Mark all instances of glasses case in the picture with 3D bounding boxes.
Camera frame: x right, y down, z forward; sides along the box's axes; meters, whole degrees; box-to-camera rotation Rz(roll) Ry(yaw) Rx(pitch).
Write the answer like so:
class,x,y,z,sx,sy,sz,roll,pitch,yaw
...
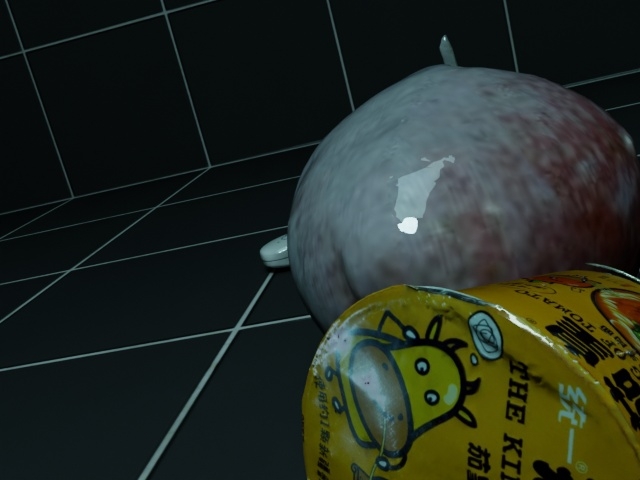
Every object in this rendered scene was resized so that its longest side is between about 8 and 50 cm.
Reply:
class,x,y,z,sx,sy,sz,roll,pitch,yaw
glasses case,0.000,0.000,1.243,0.197,0.049,0.076,-17,16,-10

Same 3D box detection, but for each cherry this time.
class,x,y,z,sx,sy,sz,roll,pitch,yaw
cherry,0.110,-0.010,0.710,0.335,0.291,0.326,-29,26,-36

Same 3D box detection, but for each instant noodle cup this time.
class,x,y,z,sx,sy,sz,roll,pitch,yaw
instant noodle cup,0.120,0.113,0.445,0.216,0.215,0.172,1,11,45
